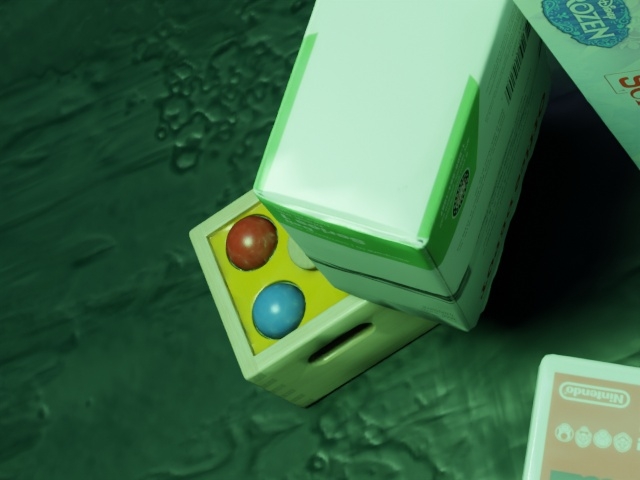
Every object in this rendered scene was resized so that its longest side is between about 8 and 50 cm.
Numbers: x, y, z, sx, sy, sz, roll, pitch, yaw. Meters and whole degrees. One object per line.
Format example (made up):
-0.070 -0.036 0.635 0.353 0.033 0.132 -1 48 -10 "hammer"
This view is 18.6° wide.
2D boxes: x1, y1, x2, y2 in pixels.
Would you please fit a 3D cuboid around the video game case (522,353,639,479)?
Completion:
0.189 0.210 0.966 0.204 0.025 0.285 9 75 6 "video game case"

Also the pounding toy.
0.000 0.000 1.166 0.141 0.100 0.130 -33 58 16 "pounding toy"

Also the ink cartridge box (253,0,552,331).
0.051 -0.056 1.011 0.092 0.219 0.160 16 80 13 "ink cartridge box"

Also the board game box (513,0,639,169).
0.165 -0.216 1.015 0.066 0.318 0.319 -8 69 23 "board game box"
